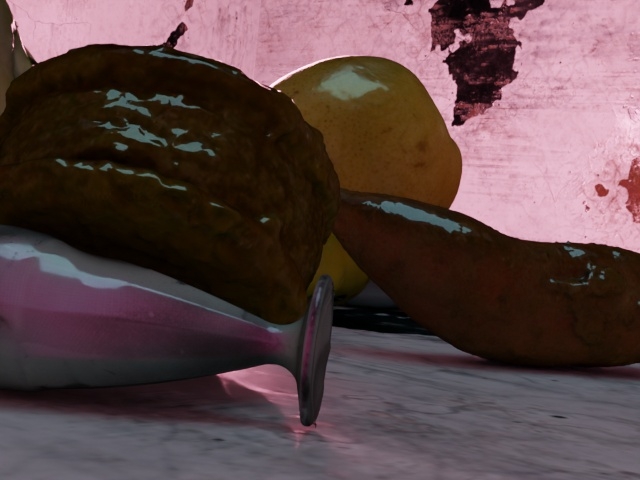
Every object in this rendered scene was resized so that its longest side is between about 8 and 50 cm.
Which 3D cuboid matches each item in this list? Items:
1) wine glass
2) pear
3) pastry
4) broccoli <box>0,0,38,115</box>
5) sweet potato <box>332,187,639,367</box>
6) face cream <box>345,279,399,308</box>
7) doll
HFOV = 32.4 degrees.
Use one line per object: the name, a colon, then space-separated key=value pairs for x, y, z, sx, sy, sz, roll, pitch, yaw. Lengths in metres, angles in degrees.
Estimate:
wine glass: x=-0.074 y=0.034 z=0.465 sx=0.155 sy=0.073 sz=0.073 roll=5 pitch=1 yaw=8
pear: x=0.021 y=-0.090 z=1.421 sx=0.314 sy=0.314 sz=0.314 roll=5 pitch=1 yaw=0
pastry: x=-0.085 y=-0.013 z=0.558 sx=0.189 sy=0.103 sz=0.189 roll=9 pitch=-30 yaw=5
broccoli: x=-0.332 y=-0.129 z=0.985 sx=0.252 sy=0.361 sz=0.221 roll=-32 pitch=12 yaw=-3
sweet potato: x=0.158 y=0.043 z=0.761 sx=0.355 sy=0.095 sz=0.106 roll=16 pitch=44 yaw=-10
face cream: x=0.110 y=0.032 z=1.250 sx=0.163 sy=0.080 sz=0.337 roll=5 pitch=1 yaw=23
doll: x=0.000 y=0.000 z=0.982 sx=0.143 sy=0.135 sz=0.221 roll=8 pitch=-11 yaw=-1
